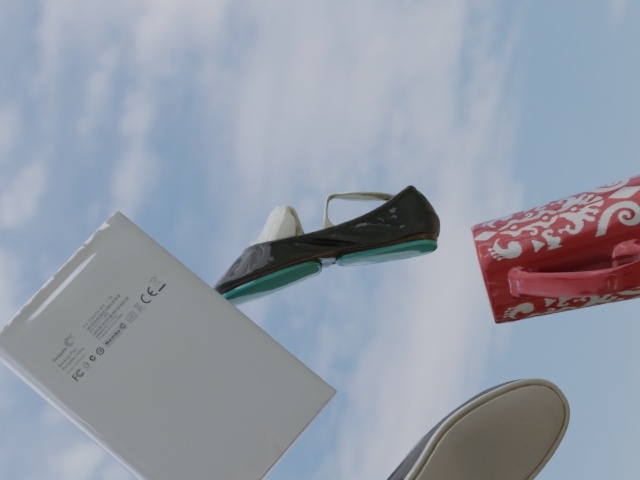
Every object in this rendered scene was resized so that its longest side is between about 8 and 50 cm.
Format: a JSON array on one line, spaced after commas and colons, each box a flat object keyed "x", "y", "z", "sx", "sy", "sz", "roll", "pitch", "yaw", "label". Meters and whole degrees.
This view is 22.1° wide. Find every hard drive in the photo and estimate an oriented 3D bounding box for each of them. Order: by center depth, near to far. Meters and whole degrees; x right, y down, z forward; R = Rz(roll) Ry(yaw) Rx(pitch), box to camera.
[{"x": -0.171, "y": 0.143, "z": 1.776, "sx": 0.210, "sy": 0.319, "sz": 0.040, "roll": -48, "pitch": -9, "yaw": -19, "label": "hard drive"}]

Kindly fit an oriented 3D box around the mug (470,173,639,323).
[{"x": 0.222, "y": 0.007, "z": 1.429, "sx": 0.150, "sy": 0.169, "sz": 0.113, "roll": 47, "pitch": -150, "yaw": -76, "label": "mug"}]

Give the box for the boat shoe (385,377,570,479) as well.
[{"x": 0.113, "y": 0.260, "z": 1.676, "sx": 0.335, "sy": 0.112, "sz": 0.095, "roll": -42, "pitch": 7, "yaw": -16, "label": "boat shoe"}]

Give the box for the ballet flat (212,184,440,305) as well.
[{"x": 0.000, "y": 0.000, "z": 1.922, "sx": 0.095, "sy": 0.280, "sz": 0.096, "roll": 88, "pitch": 167, "yaw": -73, "label": "ballet flat"}]
